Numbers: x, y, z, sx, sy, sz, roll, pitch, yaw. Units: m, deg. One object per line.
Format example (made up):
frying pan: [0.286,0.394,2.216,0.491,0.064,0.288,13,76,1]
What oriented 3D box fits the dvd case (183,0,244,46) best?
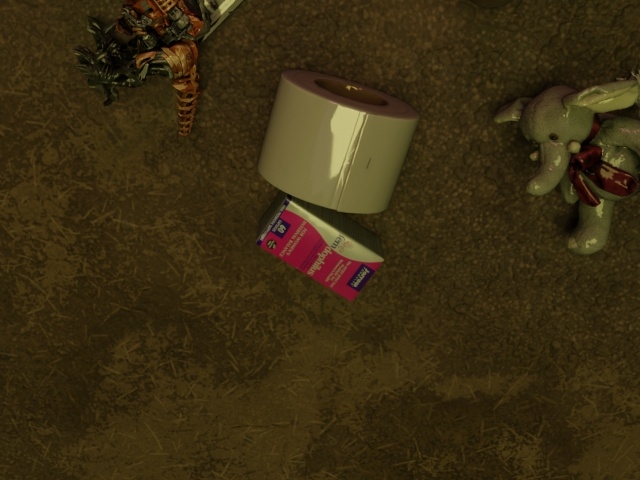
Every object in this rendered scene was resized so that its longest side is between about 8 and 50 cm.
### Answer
dvd case: [-0.239,-0.462,1.224,0.164,0.018,0.221,-41,105,15]

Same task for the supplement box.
supplement box: [0.000,0.000,1.361,0.220,0.114,0.111,31,109,-13]

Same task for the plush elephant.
plush elephant: [0.443,-0.156,1.212,0.255,0.272,0.330,9,84,-17]

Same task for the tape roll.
tape roll: [0.029,-0.172,1.217,0.246,0.246,0.169,16,111,-5]

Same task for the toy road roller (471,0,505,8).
toy road roller: [0.311,-0.545,1.087,0.329,0.202,0.240,-42,94,11]

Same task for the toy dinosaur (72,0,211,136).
toy dinosaur: [-0.282,-0.320,1.206,0.218,0.164,0.322,-11,108,3]
